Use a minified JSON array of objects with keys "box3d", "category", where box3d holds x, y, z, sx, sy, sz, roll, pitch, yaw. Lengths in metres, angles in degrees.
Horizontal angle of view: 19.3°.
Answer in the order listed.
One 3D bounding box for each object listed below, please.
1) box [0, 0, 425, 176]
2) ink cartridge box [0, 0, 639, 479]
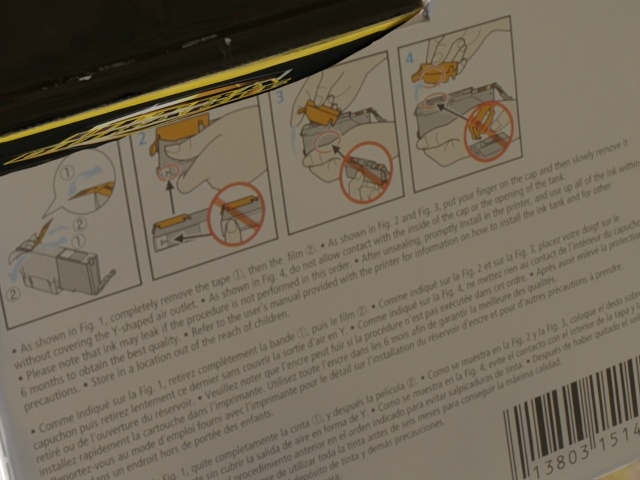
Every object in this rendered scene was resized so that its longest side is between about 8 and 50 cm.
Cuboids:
[{"box3d":[-0.150,-0.154,0.372,0.079,0.257,0.322,-23,86,66],"category":"box"},{"box3d":[0.000,0.000,0.711,0.066,0.296,0.261,21,124,56],"category":"ink cartridge box"}]
